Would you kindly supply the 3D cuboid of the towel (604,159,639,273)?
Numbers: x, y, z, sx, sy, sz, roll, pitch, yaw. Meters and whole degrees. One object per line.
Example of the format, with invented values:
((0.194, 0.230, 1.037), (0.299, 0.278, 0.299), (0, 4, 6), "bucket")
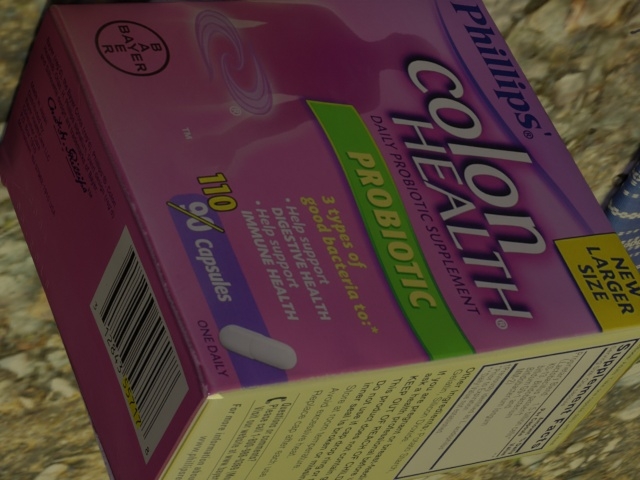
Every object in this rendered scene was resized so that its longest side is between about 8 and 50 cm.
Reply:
((0.291, -0.004, 1.156), (0.243, 0.040, 0.336), (-8, 146, -26), "towel")

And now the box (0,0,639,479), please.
((0.000, 0.000, 0.763), (0.243, 0.214, 0.117), (-5, 146, -31), "box")
